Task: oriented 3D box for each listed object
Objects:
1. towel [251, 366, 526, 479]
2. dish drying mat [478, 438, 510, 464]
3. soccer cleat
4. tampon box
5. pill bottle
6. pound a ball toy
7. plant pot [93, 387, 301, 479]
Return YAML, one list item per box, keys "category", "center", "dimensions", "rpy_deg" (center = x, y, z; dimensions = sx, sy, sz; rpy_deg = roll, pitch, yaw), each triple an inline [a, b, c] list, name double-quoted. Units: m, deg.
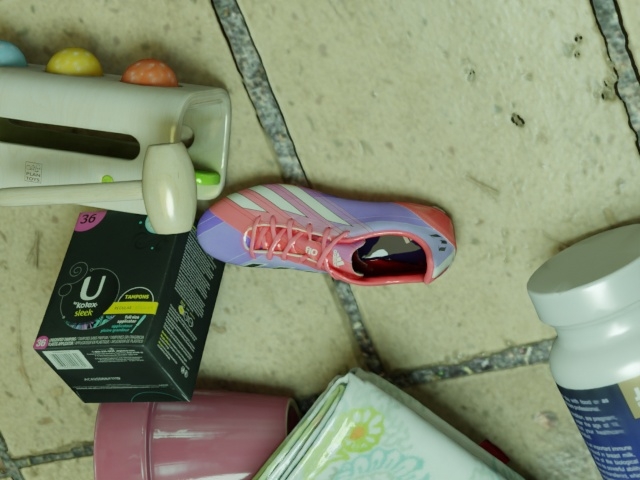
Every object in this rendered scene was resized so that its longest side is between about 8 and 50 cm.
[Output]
- category: "towel"
  center: [0.070, 0.333, 1.394]
  dimensions: [0.374, 0.090, 0.320]
  rpy_deg: [36, 99, -15]
- category: "dish drying mat"
  center: [0.148, 0.228, 1.469]
  dimensions: [0.032, 0.008, 0.083]
  rpy_deg: [42, 120, -2]
- category: "soccer cleat"
  center: [0.000, 0.000, 1.362]
  dimensions: [0.248, 0.095, 0.083]
  rpy_deg: [4, 113, 12]
- category: "tampon box"
  center: [-0.177, 0.060, 1.415]
  dimensions: [0.120, 0.161, 0.101]
  rpy_deg: [-4, 143, 22]
- category: "pill bottle"
  center: [0.288, 0.127, 1.284]
  dimensions: [0.153, 0.153, 0.264]
  rpy_deg: [-22, 104, 28]
- category: "pound a ball toy"
  center: [-0.222, -0.103, 1.346]
  dimensions: [0.319, 0.208, 0.135]
  rpy_deg: [9, 101, 18]
- category: "plant pot"
  center: [-0.109, 0.227, 1.474]
  dimensions: [0.180, 0.201, 0.201]
  rpy_deg: [-8, 111, 8]
